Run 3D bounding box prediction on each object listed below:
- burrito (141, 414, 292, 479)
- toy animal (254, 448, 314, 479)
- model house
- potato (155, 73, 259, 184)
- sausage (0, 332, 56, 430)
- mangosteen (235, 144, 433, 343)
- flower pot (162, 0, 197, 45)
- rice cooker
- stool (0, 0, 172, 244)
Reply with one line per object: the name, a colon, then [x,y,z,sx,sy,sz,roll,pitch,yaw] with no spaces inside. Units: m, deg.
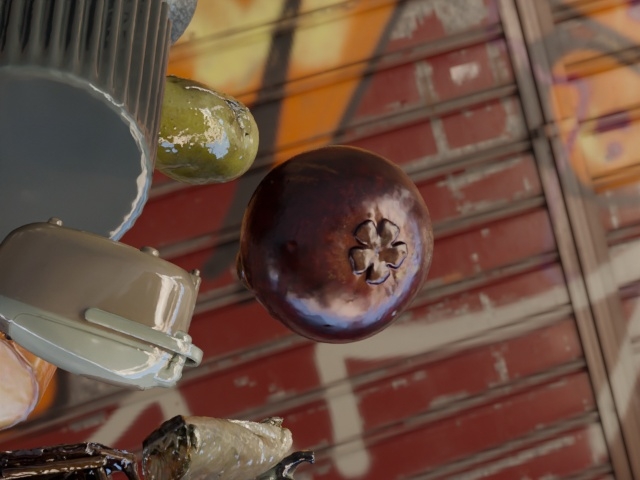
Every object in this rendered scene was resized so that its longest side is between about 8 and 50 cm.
burrito: [-0.169,0.315,1.680,0.175,0.107,0.348,-30,162,15]
toy animal: [-0.054,0.464,1.976,0.121,0.225,0.093,-13,-136,-10]
model house: [-0.454,0.502,1.918,0.297,0.282,0.317,-24,153,14]
potato: [-0.189,-0.162,1.655,0.169,0.143,0.248,-21,155,29]
sausage: [-0.526,0.142,1.890,0.233,0.233,0.287,-13,-151,18]
mangosteen: [0.000,0.000,1.269,0.215,0.215,0.257,-20,-165,-28]
flower pot: [-0.349,-0.439,1.814,0.299,0.299,0.283,-12,172,25]
rice cooker: [-0.200,0.059,1.025,0.206,0.127,0.145,15,168,-7]
stool: [-0.308,-0.161,1.261,0.297,0.297,0.330,-15,-142,2]
